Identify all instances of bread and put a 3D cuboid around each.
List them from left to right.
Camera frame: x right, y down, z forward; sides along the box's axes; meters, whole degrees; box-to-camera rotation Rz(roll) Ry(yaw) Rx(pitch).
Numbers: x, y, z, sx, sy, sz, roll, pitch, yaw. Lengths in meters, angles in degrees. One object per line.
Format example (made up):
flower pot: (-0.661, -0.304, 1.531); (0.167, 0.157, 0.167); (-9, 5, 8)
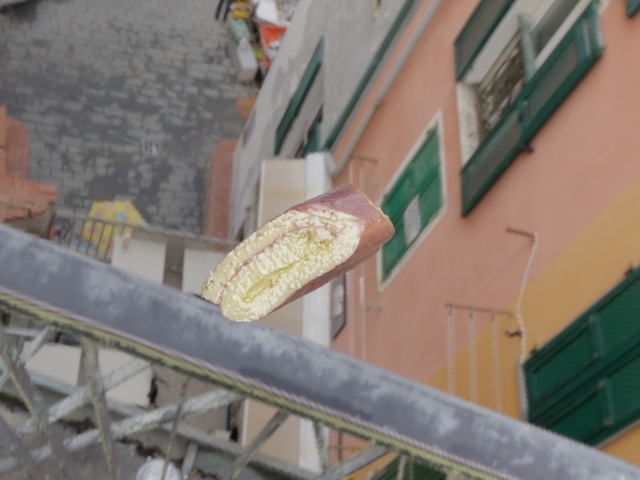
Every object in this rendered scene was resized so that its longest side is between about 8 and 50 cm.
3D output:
bread: (-0.001, -0.001, 0.851); (0.192, 0.119, 0.067); (-26, 81, -51)
